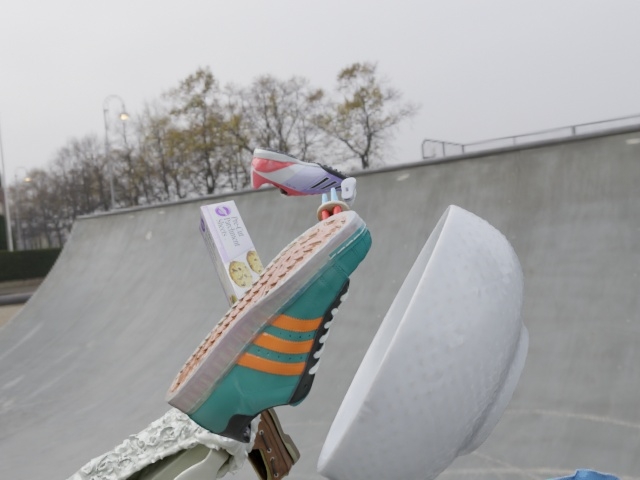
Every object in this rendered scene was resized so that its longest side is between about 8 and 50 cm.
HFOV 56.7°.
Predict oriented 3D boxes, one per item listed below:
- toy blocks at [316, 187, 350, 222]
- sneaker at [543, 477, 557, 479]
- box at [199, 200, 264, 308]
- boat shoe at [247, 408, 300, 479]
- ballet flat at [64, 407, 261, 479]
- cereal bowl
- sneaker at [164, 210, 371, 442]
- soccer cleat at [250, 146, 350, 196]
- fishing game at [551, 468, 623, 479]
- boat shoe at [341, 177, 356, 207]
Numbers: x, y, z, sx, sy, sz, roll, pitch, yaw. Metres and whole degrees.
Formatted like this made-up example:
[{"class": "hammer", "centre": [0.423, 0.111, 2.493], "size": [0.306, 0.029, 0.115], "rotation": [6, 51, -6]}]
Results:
[{"class": "toy blocks", "centre": [0.000, 0.000, 0.906], "size": [0.054, 0.148, 0.123], "rotation": [25, -51, -27]}, {"class": "sneaker", "centre": [0.397, 0.490, 0.974], "size": [0.296, 0.123, 0.178], "rotation": [-20, 6, -41]}, {"class": "box", "centre": [-0.127, 0.070, 0.991], "size": [0.067, 0.324, 0.063], "rotation": [-11, -37, -23]}, {"class": "boat shoe", "centre": [-0.157, 0.437, 1.365], "size": [0.111, 0.307, 0.104], "rotation": [-12, 27, 49]}, {"class": "ballet flat", "centre": [-0.249, 0.347, 0.814], "size": [0.409, 0.147, 0.147], "rotation": [-41, -8, 13]}, {"class": "cereal bowl", "centre": [0.131, 0.138, 0.674], "size": [0.141, 0.339, 0.339], "rotation": [28, 5, 6]}, {"class": "sneaker", "centre": [-0.035, 0.102, 0.661], "size": [0.302, 0.121, 0.108], "rotation": [-47, 15, 13]}, {"class": "soccer cleat", "centre": [-0.051, -0.167, 1.649], "size": [0.318, 0.116, 0.109], "rotation": [13, 3, -33]}, {"class": "fishing game", "centre": [0.269, 0.327, 0.626], "size": [0.264, 0.189, 0.041], "rotation": [-25, 9, -4]}, {"class": "boat shoe", "centre": [0.068, -0.112, 1.398], "size": [0.035, 0.035, 0.100], "rotation": [-7, 35, 9]}]
